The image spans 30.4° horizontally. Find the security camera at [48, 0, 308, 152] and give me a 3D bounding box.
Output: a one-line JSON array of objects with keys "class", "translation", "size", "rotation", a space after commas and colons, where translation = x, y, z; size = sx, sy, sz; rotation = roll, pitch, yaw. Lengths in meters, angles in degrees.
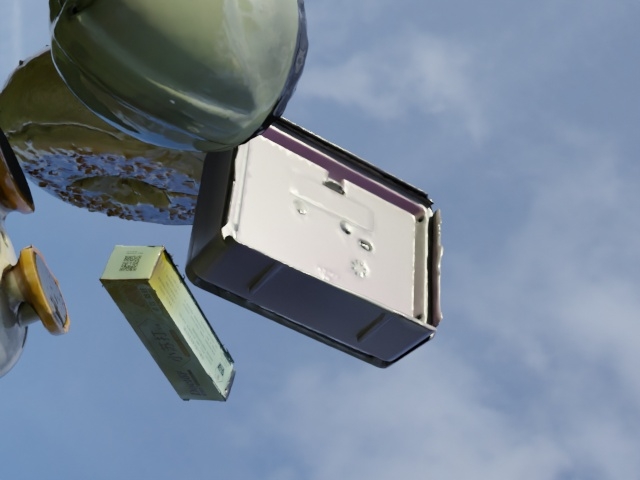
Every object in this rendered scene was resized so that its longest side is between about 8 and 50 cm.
[{"class": "security camera", "translation": [-0.108, -0.188, 0.853], "size": [0.197, 0.191, 0.277], "rotation": [-43, -136, 32]}]

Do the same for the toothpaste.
[{"class": "toothpaste", "translation": [-0.217, 0.127, 1.732], "size": [0.089, 0.313, 0.071], "rotation": [-1, -130, 21]}]

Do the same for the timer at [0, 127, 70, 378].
[{"class": "timer", "translation": [-0.355, 0.028, 0.987], "size": [0.233, 0.240, 0.233], "rotation": [160, -90, -85]}]

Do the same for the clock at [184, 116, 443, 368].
[{"class": "clock", "translation": [0.000, 0.000, 0.912], "size": [0.073, 0.193, 0.145], "rotation": [-42, -149, 41]}]

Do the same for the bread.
[{"class": "bread", "translation": [-0.176, -0.115, 1.201], "size": [0.305, 0.305, 0.159], "rotation": [-10, -121, 49]}]
